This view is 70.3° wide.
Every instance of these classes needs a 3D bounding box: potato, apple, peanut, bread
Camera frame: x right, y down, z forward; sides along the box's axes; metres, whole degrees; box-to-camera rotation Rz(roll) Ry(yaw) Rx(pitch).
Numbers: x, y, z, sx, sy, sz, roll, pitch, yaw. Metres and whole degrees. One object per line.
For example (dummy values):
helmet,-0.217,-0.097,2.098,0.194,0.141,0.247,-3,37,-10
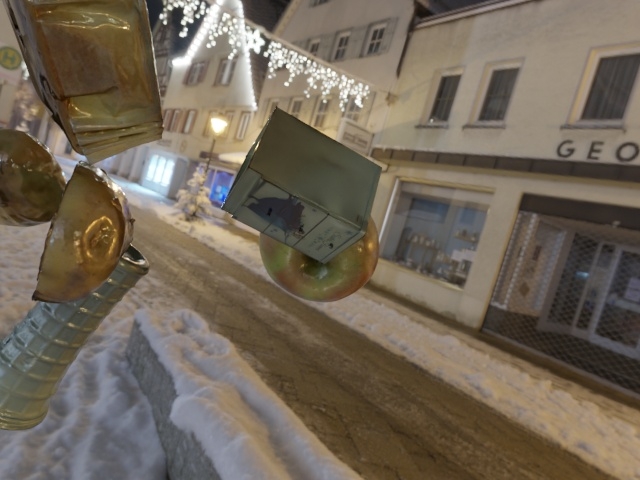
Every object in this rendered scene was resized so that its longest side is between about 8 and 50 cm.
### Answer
potato,-0.261,-0.002,0.524,0.081,0.164,0.200,18,10,-22
apple,0.000,0.000,1.197,0.319,0.319,0.277,17,25,7
peanut,-0.403,-0.079,0.585,0.159,0.141,0.109,8,38,23
bread,-0.236,-0.206,0.444,0.109,0.210,0.192,-20,54,-25

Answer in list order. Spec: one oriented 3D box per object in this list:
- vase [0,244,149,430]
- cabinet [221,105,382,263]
vase,-0.401,0.125,0.701,0.143,0.299,0.143,38,0,0
cabinet,-0.032,-0.084,0.762,0.206,0.150,0.145,27,-31,-16
